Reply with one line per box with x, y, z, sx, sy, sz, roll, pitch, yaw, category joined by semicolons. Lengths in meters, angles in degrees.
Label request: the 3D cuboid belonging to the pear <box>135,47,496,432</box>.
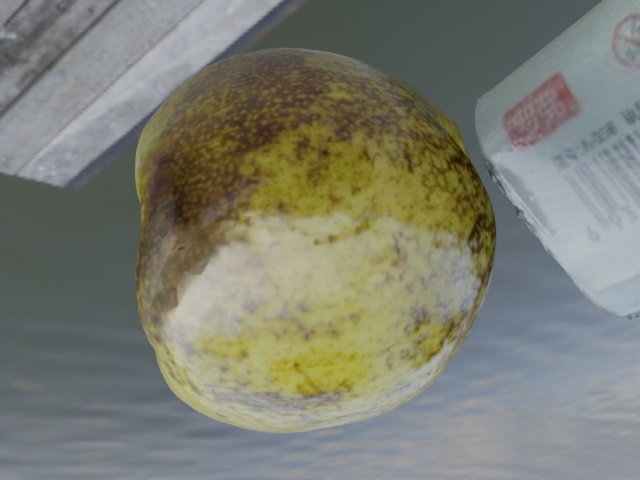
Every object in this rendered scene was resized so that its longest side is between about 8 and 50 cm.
0.000;0.000;0.433;0.197;0.197;0.197;-12;153;-6;pear

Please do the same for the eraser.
0.205;-0.062;0.452;0.081;0.174;0.227;-39;-179;-35;eraser
